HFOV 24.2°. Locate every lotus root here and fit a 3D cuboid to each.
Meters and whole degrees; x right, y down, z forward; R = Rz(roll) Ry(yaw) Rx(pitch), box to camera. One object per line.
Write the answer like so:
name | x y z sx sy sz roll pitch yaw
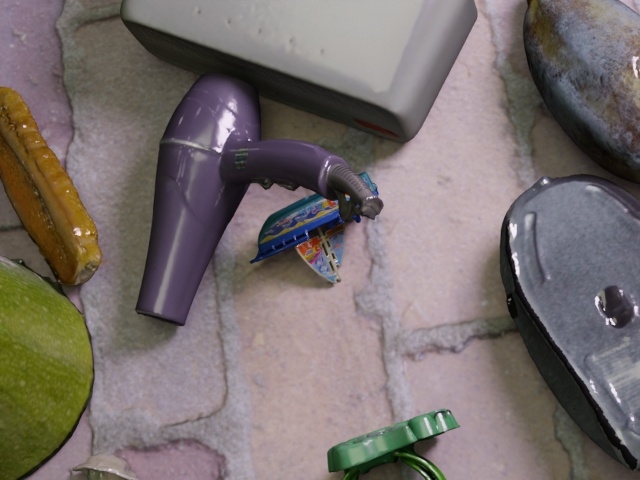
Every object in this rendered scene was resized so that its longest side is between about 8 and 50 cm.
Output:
lotus root | 0.315 -0.201 1.726 0.140 0.158 0.322 -22 59 -25

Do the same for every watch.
watch | 0.089 0.274 1.616 0.165 0.131 0.152 -18 78 3

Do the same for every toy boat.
toy boat | 0.000 0.000 1.761 0.175 0.091 0.110 -24 95 5

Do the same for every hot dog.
hot dog | -0.345 -0.070 1.850 0.083 0.068 0.289 -45 62 31

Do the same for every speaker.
speaker | -0.033 -0.273 1.810 0.406 0.183 0.184 21 80 17

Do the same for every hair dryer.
hair dryer | -0.069 -0.041 1.695 0.361 0.121 0.301 5 77 48

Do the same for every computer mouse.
computer mouse | 0.326 0.095 1.639 0.203 0.114 0.374 -24 60 4

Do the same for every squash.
squash | -0.443 0.113 1.674 0.310 0.309 0.310 -3 69 8

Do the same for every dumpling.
dumpling | -0.248 0.265 1.714 0.077 0.059 0.043 31 89 23
